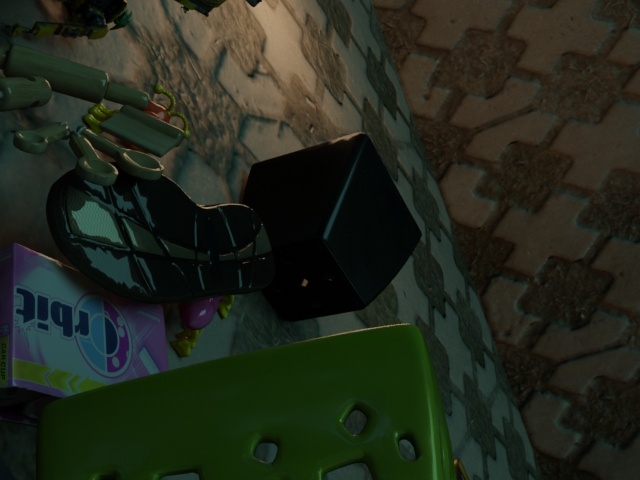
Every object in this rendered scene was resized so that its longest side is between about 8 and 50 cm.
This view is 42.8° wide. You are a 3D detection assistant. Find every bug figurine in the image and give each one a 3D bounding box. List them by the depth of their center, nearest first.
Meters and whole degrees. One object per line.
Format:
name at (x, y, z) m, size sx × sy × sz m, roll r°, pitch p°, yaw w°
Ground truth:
bug figurine at (-0.146, -0.015, 0.848) m, size 0.279 × 0.072 × 0.216 m, roll 59°, pitch 23°, yaw -28°

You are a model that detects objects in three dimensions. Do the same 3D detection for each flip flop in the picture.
flip flop at (-0.136, 0.004, 0.719) m, size 0.277 × 0.080 × 0.112 m, roll 8°, pitch 72°, yaw -63°

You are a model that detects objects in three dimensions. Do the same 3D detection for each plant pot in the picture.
plant pot at (-0.020, 0.210, 0.464) m, size 0.227 × 0.228 × 0.207 m, roll 73°, pitch 6°, yaw -48°
plant pot at (0.000, 0.000, 1.075) m, size 0.188 × 0.187 × 0.167 m, roll 57°, pitch 37°, yaw -31°

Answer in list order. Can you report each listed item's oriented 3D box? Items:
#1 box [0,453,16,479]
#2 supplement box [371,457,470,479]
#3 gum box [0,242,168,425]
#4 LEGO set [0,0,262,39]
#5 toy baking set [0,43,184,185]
box at (-0.272, 0.073, 0.336) m, size 0.270 × 0.143 × 0.165 m, roll 64°, pitch 20°, yaw -12°
supplement box at (0.076, 0.360, 0.876) m, size 0.129 × 0.194 × 0.191 m, roll 65°, pitch 21°, yaw -12°
gum box at (-0.197, 0.084, 0.633) m, size 0.188 × 0.062 × 0.107 m, roll 37°, pitch 37°, yaw -56°
LEGO set at (-0.193, -0.258, 0.702) m, size 0.192 × 0.255 × 0.331 m, roll 57°, pitch 10°, yaw 15°
toy baking set at (-0.226, -0.111, 0.636) m, size 0.256 × 0.030 × 0.197 m, roll 16°, pitch 23°, yaw -20°
